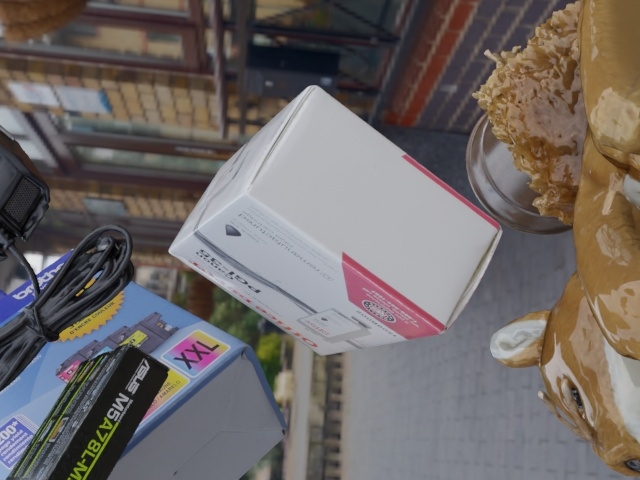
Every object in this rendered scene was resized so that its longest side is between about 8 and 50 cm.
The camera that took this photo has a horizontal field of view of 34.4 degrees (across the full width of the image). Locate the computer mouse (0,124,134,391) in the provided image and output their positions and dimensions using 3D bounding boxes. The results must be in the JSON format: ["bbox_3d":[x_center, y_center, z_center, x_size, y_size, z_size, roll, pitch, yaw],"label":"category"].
[{"bbox_3d":[-0.270,-0.008,0.714,0.184,0.262,0.060,-47,-4,-6],"label":"computer mouse"}]

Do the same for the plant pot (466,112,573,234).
[{"bbox_3d":[0.248,-0.106,1.069,0.165,0.166,0.167,104,171,-76],"label":"plant pot"}]

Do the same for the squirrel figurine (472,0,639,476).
[{"bbox_3d":[0.263,-0.033,0.770,0.397,0.280,0.371,-92,7,-46],"label":"squirrel figurine"}]

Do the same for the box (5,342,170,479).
[{"bbox_3d":[-0.201,0.175,0.795,0.191,0.045,0.184,-61,13,-23],"label":"box"}]

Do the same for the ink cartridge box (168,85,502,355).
[{"bbox_3d":[0.000,0.000,0.952,0.117,0.207,0.283,-59,12,-20],"label":"ink cartridge box"}]

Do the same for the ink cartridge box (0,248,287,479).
[{"bbox_3d":[-0.275,0.171,1.119,0.270,0.395,0.151,-39,-51,-29],"label":"ink cartridge box"}]
